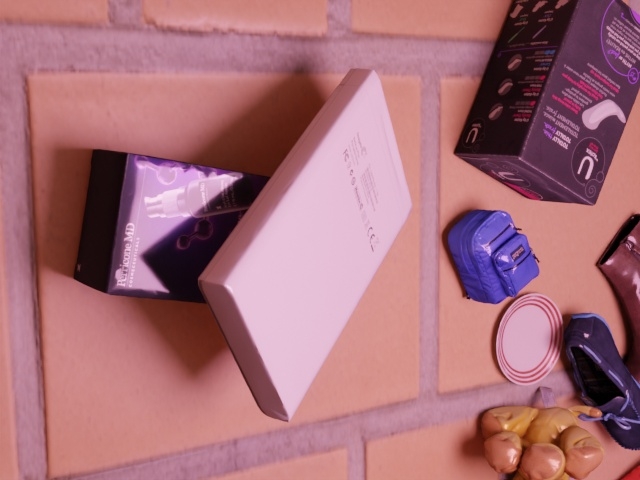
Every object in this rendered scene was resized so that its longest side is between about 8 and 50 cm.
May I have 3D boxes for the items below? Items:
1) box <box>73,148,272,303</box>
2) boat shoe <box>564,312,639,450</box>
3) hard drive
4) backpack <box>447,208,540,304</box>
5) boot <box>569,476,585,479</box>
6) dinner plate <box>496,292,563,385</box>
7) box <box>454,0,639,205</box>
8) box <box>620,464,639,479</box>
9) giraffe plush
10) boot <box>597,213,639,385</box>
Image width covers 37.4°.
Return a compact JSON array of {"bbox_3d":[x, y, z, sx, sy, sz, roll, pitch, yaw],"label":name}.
[{"bbox_3d":[-0.154,-0.011,1.058,0.207,0.108,0.153,6,93,-34],"label":"box"},{"bbox_3d":[0.435,0.236,1.476,0.258,0.109,0.089,56,45,-15],"label":"boat shoe"},{"bbox_3d":[0.000,0.000,1.095,0.353,0.047,0.233,-58,144,-35],"label":"hard drive"},{"bbox_3d":[0.245,0.015,1.325,0.098,0.101,0.120,-40,112,-30],"label":"backpack"},{"bbox_3d":[0.414,0.501,1.514,0.123,0.095,0.259,5,91,-51],"label":"boot"},{"bbox_3d":[0.315,0.149,1.435,0.141,0.017,0.141,-5,100,-33],"label":"dinner plate"},{"bbox_3d":[0.331,-0.205,1.324,0.165,0.143,0.271,26,82,-30],"label":"box"},{"bbox_3d":[0.617,0.440,1.562,0.299,0.142,0.154,-31,113,-13],"label":"box"},{"bbox_3d":[0.326,0.340,1.403,0.210,0.181,0.171,-39,132,-61],"label":"giraffe plush"},{"bbox_3d":[0.510,0.108,1.534,0.207,0.090,0.248,42,75,-17],"label":"boot"}]
